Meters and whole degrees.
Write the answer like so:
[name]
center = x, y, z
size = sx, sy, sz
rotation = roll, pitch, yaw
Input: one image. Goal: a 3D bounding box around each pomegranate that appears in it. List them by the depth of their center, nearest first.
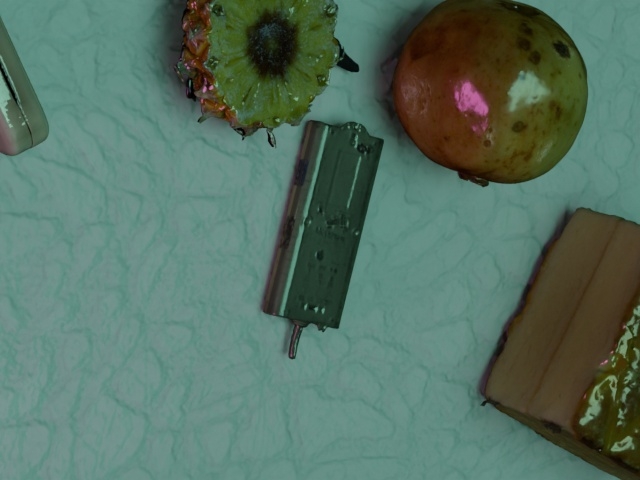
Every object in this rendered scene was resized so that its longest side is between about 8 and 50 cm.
[pomegranate]
center = 0.181, -0.156, 2.071
size = 0.215, 0.215, 0.215
rotation = -6, 102, -31

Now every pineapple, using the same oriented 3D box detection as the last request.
[pineapple]
center = -0.057, -0.197, 1.951
size = 0.221, 0.047, 0.221
rotation = -12, 109, -37

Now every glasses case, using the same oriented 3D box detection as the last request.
[glasses case]
center = -0.322, -0.174, 1.821
size = 0.050, 0.083, 0.196
rotation = -31, 112, -22

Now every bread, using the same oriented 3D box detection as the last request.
[bread]
center = 0.381, 0.141, 2.243
size = 0.279, 0.207, 0.279
rotation = 27, 83, -32

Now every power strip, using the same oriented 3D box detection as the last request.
[power strip]
center = 0.000, 0.000, 2.081
size = 0.092, 0.034, 0.268
rotation = 12, 92, -33

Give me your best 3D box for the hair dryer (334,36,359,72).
[hair dryer]
center = -0.024, -0.248, 2.019
size = 0.195, 0.050, 0.173
rotation = 16, 93, -37
